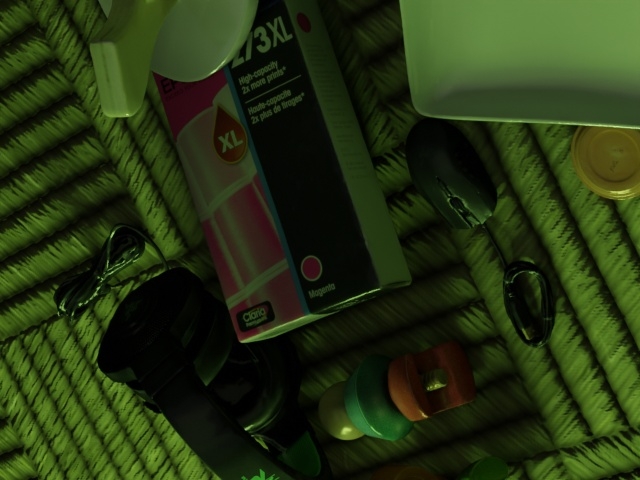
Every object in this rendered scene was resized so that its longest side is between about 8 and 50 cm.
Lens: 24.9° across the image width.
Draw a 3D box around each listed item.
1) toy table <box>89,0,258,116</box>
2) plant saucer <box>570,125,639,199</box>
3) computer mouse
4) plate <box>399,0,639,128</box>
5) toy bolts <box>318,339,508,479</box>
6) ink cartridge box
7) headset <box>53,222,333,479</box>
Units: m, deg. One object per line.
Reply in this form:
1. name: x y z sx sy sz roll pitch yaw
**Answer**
1. toy table: -0.165 -0.256 1.263 0.252 0.161 0.274 -11 108 27
2. plant saucer: 0.261 -0.076 1.284 0.083 0.013 0.083 11 113 27
3. computer mouse: 0.149 -0.005 1.358 0.071 0.041 0.242 -30 91 33
4. plate: 0.196 -0.225 1.212 0.278 0.045 0.277 5 126 24
5. toy bolts: 0.064 0.224 1.407 0.158 0.218 0.228 -25 76 40
6. ink cartridge box: -0.052 -0.103 1.381 0.176 0.069 0.371 -23 79 34
7. headset: -0.141 0.134 1.465 0.185 0.243 0.394 -41 52 8
